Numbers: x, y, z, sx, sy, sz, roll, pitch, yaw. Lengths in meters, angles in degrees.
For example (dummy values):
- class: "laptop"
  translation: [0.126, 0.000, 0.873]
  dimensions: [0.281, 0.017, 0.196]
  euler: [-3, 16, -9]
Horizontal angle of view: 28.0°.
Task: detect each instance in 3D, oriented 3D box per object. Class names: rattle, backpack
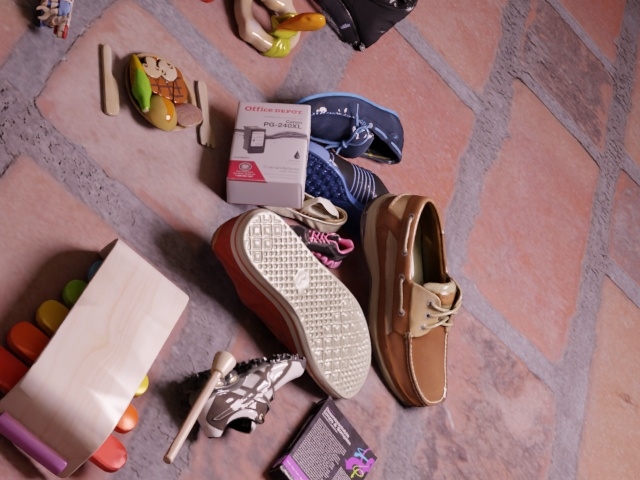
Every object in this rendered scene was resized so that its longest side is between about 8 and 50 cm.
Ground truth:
- class: "rattle"
  translation: [-0.059, -0.400, 2.025]
  dimensions: [0.130, 0.143, 0.200]
  euler: [20, 57, -16]
- class: "backpack"
  translation: [0.060, -0.436, 2.189]
  dimensions: [0.182, 0.152, 0.115]
  euler: [40, 26, -19]

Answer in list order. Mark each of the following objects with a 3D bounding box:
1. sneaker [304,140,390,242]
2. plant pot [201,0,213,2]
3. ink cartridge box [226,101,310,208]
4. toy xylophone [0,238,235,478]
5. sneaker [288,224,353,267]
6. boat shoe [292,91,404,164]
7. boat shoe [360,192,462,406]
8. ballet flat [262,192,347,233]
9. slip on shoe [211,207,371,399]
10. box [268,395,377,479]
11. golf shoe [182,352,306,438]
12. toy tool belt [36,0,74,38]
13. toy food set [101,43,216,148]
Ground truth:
- class: "sneaker"
  translation: [0.038, -0.085, 1.979]
  dimensions: [0.232, 0.081, 0.090]
  euler: [46, 38, -29]
- class: "plant pot"
  translation: [-0.138, -0.560, 1.916]
  dimensions: [0.267, 0.236, 0.267]
  euler: [46, 38, 1]
- class: "ink cartridge box"
  translation: [-0.073, -0.126, 1.845]
  dimensions: [0.109, 0.063, 0.150]
  euler: [3, 54, 2]
- class: "toy xylophone"
  translation: [-0.239, 0.143, 1.502]
  dimensions: [0.236, 0.081, 0.323]
  euler: [46, 40, -7]
- class: "sneaker"
  translation: [0.000, 0.000, 1.894]
  dimensions: [0.119, 0.057, 0.047]
  euler: [21, 54, -37]
- class: "boat shoe"
  translation: [0.057, -0.174, 2.032]
  dimensions: [0.258, 0.109, 0.089]
  euler: [4, 67, -45]
- class: "boat shoe"
  translation: [0.143, 0.086, 1.905]
  dimensions: [0.122, 0.120, 0.324]
  euler: [-12, 92, -46]
- class: "ballet flat"
  translation: [-0.029, -0.059, 1.902]
  dimensions: [0.168, 0.052, 0.057]
  euler: [24, 51, -37]
- class: "slip on shoe"
  translation: [-0.035, 0.088, 1.764]
  dimensions: [0.123, 0.101, 0.331]
  euler: [-52, 121, -27]
- class: "box"
  translation: [0.006, 0.302, 1.729]
  dimensions: [0.116, 0.029, 0.162]
  euler: [53, 40, -10]
- class: "golf shoe"
  translation: [-0.092, 0.201, 1.660]
  dimensions: [0.198, 0.077, 0.094]
  euler: [-11, 86, -44]
- class: "toy tool belt"
  translation: [-0.358, -0.303, 1.704]
  dimensions: [0.051, 0.052, 0.083]
  euler: [9, 51, -8]
- class: "toy food set"
  translation: [-0.218, -0.209, 1.799]
  dimensions: [0.192, 0.038, 0.132]
  euler: [15, 56, -42]
